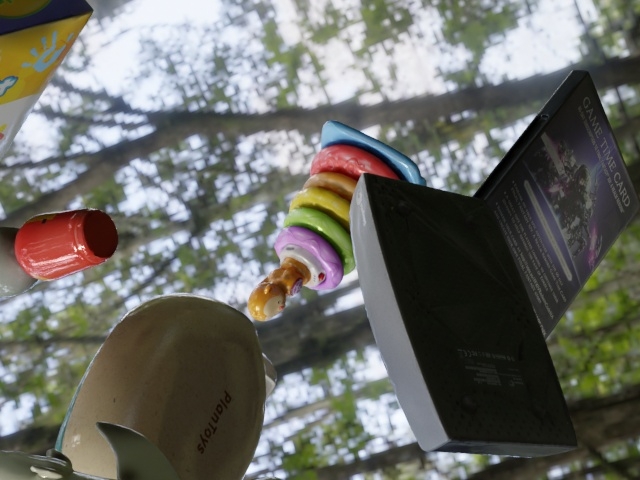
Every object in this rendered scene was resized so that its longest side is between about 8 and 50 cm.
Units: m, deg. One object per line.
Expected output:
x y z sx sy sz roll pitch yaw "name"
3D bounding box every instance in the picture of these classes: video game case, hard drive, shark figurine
0.229 -0.013 1.308 0.274 0.026 0.196 -50 -51 -25 "video game case"
0.114 0.068 1.088 0.172 0.054 0.254 10 -129 -38 "hard drive"
-0.150 0.169 0.732 0.166 0.278 0.116 -58 -17 -76 "shark figurine"

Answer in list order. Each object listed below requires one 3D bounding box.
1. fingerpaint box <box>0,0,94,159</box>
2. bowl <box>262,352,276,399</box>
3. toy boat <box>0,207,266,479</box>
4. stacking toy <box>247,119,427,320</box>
-0.480 -0.105 1.179 0.163 0.371 0.445 48 -143 7 "fingerpaint box"
-0.123 0.211 1.775 0.053 0.142 0.142 31 171 36 "bowl"
-0.177 0.107 1.108 0.318 0.148 0.267 60 -143 -23 "toy boat"
0.000 0.000 1.708 0.302 0.166 0.175 -50 -20 -32 "stacking toy"
